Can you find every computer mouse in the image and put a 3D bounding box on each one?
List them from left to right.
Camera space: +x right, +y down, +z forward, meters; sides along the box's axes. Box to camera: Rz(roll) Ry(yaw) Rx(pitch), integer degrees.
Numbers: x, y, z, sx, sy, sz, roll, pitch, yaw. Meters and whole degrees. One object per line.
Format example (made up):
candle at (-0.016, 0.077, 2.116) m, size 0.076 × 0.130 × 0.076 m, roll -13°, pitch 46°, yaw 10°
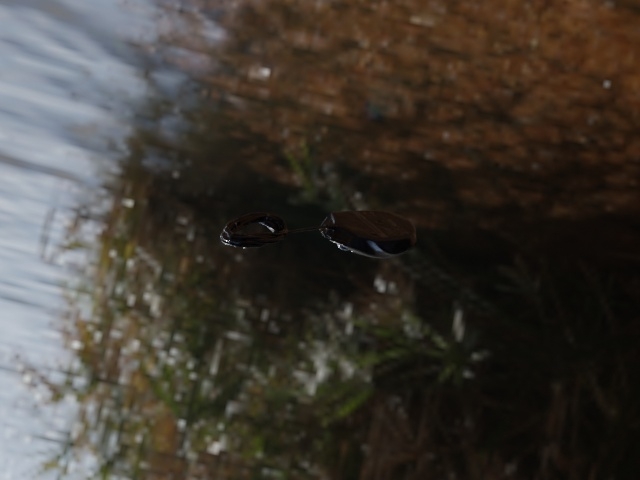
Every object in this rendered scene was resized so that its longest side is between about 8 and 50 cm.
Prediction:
computer mouse at (0.000, 0.000, 1.628) m, size 0.242 × 0.041 × 0.071 m, roll -1°, pitch -151°, yaw -33°
